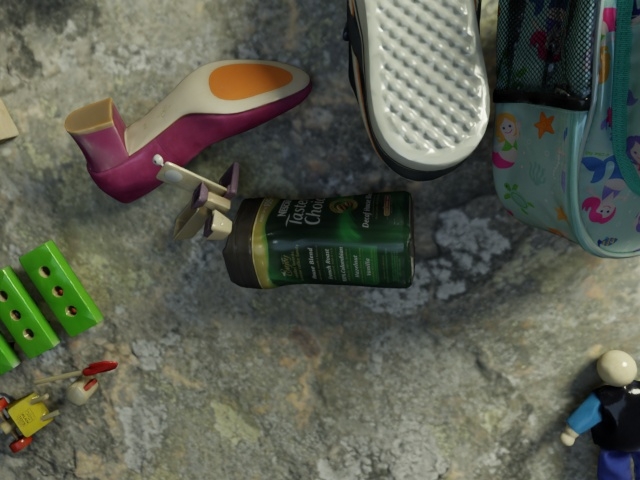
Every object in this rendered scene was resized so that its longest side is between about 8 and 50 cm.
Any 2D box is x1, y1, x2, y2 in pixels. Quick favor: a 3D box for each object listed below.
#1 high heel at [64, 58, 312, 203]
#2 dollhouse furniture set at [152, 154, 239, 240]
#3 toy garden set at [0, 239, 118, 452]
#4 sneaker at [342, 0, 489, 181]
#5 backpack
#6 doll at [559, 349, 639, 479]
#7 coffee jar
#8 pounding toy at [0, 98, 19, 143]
[{"bbox_3d":[-0.121,-0.103,0.590,0.243,0.082,0.117,-17,143,-1],"label":"high heel"},{"bbox_3d":[-0.146,-0.029,0.576,0.081,0.091,0.114,22,139,-28],"label":"dollhouse furniture set"},{"bbox_3d":[-0.354,0.136,0.710,0.244,0.049,0.204,-27,100,16],"label":"toy garden set"},{"bbox_3d":[0.077,-0.207,0.488,0.126,0.127,0.322,3,84,3],"label":"sneaker"},{"bbox_3d":[0.248,-0.113,0.434,0.225,0.191,0.254,-12,119,-24],"label":"backpack"},{"bbox_3d":[0.320,0.204,0.615,0.128,0.046,0.189,-10,107,12],"label":"doll"},{"bbox_3d":[0.000,0.000,0.573,0.184,0.096,0.079,-2,127,10],"label":"coffee jar"},{"bbox_3d":[-0.397,-0.123,0.600,0.130,0.100,0.141,-20,104,16],"label":"pounding toy"}]
